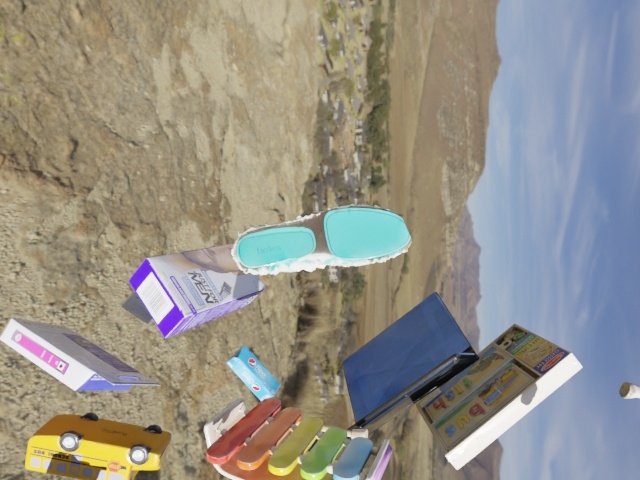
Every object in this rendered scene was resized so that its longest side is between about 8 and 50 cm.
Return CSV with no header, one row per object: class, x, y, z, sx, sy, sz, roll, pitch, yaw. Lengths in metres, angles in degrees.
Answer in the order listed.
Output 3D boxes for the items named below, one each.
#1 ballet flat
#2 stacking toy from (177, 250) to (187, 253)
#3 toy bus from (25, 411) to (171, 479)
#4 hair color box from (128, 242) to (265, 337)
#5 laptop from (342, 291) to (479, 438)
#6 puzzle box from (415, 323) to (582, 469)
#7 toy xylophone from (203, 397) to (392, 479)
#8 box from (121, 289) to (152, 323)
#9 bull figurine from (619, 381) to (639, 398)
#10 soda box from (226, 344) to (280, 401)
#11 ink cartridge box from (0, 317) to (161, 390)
ballet flat,0.000,0.000,0.950,0.147,0.407,0.147,-5,90,-89
stacking toy,-0.406,0.100,1.437,0.167,0.220,0.052,-121,-143,-56
toy bus,-0.583,0.558,1.078,0.108,0.331,0.131,-108,-149,-84
hair color box,-0.327,0.124,1.134,0.185,0.110,0.338,52,23,12
laptop,0.166,0.308,1.029,0.237,0.382,0.407,56,15,29
puzzle box,0.468,0.412,1.123,0.052,0.408,0.272,50,0,-6
toy xylophone,-0.036,0.359,0.715,0.236,0.321,0.081,-20,113,-74
box,-0.558,0.189,1.304,0.102,0.087,0.101,42,26,-19
bull figurine,0.449,0.200,0.374,0.310,0.188,0.101,-6,117,-79
soda box,-0.252,0.505,1.531,0.210,0.067,0.071,49,28,-2
ink cartridge box,-0.598,0.302,1.012,0.069,0.370,0.176,-67,159,-13
